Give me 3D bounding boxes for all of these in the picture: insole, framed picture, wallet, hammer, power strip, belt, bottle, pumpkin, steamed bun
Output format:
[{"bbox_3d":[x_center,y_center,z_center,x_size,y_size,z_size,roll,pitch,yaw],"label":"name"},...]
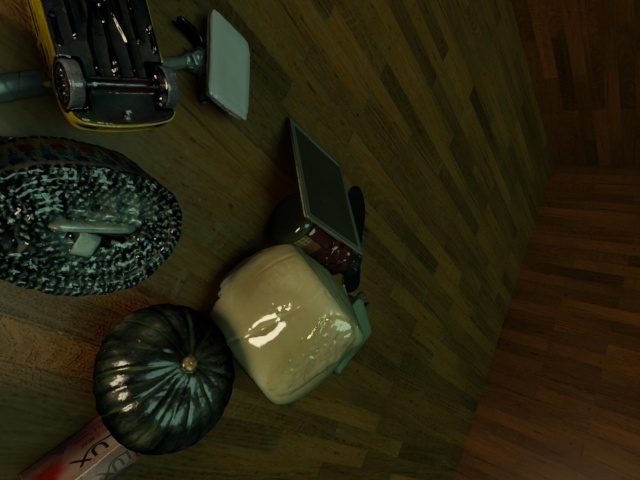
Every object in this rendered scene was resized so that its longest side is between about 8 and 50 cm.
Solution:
[{"bbox_3d":[0.096,0.000,1.253,0.109,0.007,0.322,-11,107,-45],"label":"insole"},{"bbox_3d":[0.008,-0.125,1.001,0.232,0.019,0.296,34,37,-47],"label":"framed picture"},{"bbox_3d":[-0.178,-0.331,0.816,0.124,0.032,0.182,21,66,-64],"label":"wallet"},{"bbox_3d":[-0.345,-0.258,0.678,0.427,0.044,0.152,-33,121,-39],"label":"hammer"},{"bbox_3d":[0.046,0.220,1.146,0.224,0.140,0.139,-42,126,-36],"label":"power strip"},{"bbox_3d":[-0.369,-0.037,0.617,0.295,0.160,0.206,-3,118,-46],"label":"belt"},{"bbox_3d":[0.000,0.000,1.052,0.271,0.143,0.156,37,31,-43],"label":"bottle"},{"bbox_3d":[-0.274,0.240,0.739,0.250,0.216,0.249,45,23,-25],"label":"pumpkin"},{"bbox_3d":[-0.084,0.165,0.896,0.290,0.273,0.272,-48,117,-6],"label":"steamed bun"}]

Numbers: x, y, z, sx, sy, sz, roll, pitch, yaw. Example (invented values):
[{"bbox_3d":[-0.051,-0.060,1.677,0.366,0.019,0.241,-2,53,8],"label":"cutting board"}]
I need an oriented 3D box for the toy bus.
[{"bbox_3d":[-0.314,-0.303,0.575,0.145,0.151,0.331,-17,96,-43],"label":"toy bus"}]

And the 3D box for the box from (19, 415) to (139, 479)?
[{"bbox_3d":[-0.399,0.377,0.704,0.156,0.111,0.060,-37,124,-39],"label":"box"}]
